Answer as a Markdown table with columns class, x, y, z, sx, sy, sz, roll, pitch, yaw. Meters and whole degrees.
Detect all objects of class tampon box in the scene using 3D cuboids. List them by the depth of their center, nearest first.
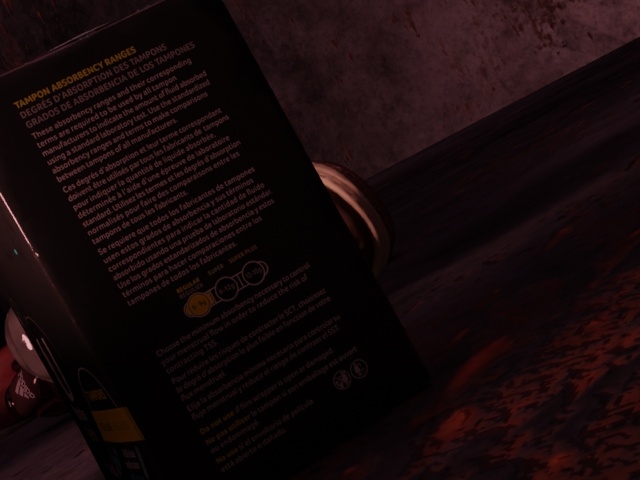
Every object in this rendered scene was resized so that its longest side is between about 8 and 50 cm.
| class | x | y | z | sx | sy | sz | roll | pitch | yaw |
| --- | --- | --- | --- | --- | --- | --- | --- | --- | --- |
| tampon box | -0.059 | 0.009 | 0.451 | 0.101 | 0.161 | 0.120 | -30 | 3 | -21 |

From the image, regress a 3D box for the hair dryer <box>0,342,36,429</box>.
| class | x | y | z | sx | sy | sz | roll | pitch | yaw |
| --- | --- | --- | --- | --- | --- | --- | --- | --- | --- |
| hair dryer | -0.324 | 0.168 | 1.269 | 0.223 | 0.080 | 0.293 | -45 | -1 | -4 |

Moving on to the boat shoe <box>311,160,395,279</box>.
| class | x | y | z | sx | sy | sz | roll | pitch | yaw |
| --- | --- | --- | --- | --- | --- | --- | --- | --- | --- |
| boat shoe | -0.052 | 0.038 | 0.719 | 0.095 | 0.095 | 0.257 | -48 | 8 | -34 |

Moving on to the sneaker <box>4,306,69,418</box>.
| class | x | y | z | sx | sy | sz | roll | pitch | yaw |
| --- | --- | --- | --- | --- | --- | --- | --- | --- | --- |
| sneaker | -0.199 | 0.099 | 0.946 | 0.162 | 0.106 | 0.281 | -33 | -8 | 13 |
